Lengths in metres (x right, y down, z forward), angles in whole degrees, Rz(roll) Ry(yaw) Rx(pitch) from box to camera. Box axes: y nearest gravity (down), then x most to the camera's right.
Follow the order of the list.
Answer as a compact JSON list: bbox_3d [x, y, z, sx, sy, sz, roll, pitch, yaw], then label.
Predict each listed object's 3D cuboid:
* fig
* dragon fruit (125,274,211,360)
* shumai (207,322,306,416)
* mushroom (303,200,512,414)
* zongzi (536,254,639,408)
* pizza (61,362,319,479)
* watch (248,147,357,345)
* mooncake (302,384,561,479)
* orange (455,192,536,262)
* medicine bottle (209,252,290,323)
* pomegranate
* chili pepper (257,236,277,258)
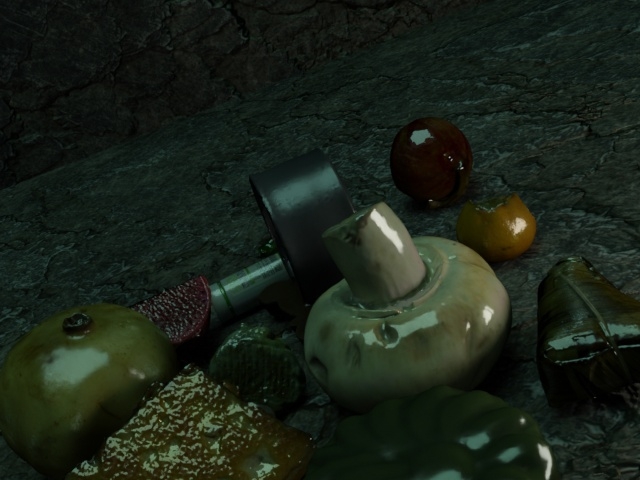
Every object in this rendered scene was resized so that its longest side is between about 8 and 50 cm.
[{"bbox_3d":[0.257,-0.173,2.255,0.205,0.205,0.205,-18,26,9],"label":"fig"},{"bbox_3d":[-0.326,0.188,2.036,0.261,0.163,0.189,-21,26,-26],"label":"dragon fruit"},{"bbox_3d":[-0.129,0.241,1.821,0.184,0.184,0.142,-25,2,-6],"label":"shumai"},{"bbox_3d":[0.127,0.118,1.689,0.353,0.353,0.325,-20,-5,6],"label":"mushroom"},{"bbox_3d":[0.479,0.120,1.558,0.288,0.134,0.286,-14,30,19],"label":"zongzi"},{"bbox_3d":[-0.211,0.340,1.615,0.408,0.114,0.278,-12,60,-7],"label":"pizza"},{"bbox_3d":[0.000,0.000,1.946,0.314,0.327,0.335,-24,26,-4],"label":"watch"},{"bbox_3d":[0.145,0.352,1.318,0.356,0.194,0.356,-19,26,10],"label":"mooncake"},{"bbox_3d":[0.340,-0.029,1.963,0.156,0.134,0.157,-12,39,10],"label":"orange"},{"bbox_3d":[-0.146,0.099,2.147,0.183,0.086,0.086,-25,26,-6],"label":"medicine bottle"},{"bbox_3d":[-0.409,0.263,1.790,0.332,0.333,0.332,-18,26,9],"label":"pomegranate"},{"bbox_3d":[-0.073,-0.014,2.348,0.182,0.050,0.073,-31,34,-12],"label":"chili pepper"}]
